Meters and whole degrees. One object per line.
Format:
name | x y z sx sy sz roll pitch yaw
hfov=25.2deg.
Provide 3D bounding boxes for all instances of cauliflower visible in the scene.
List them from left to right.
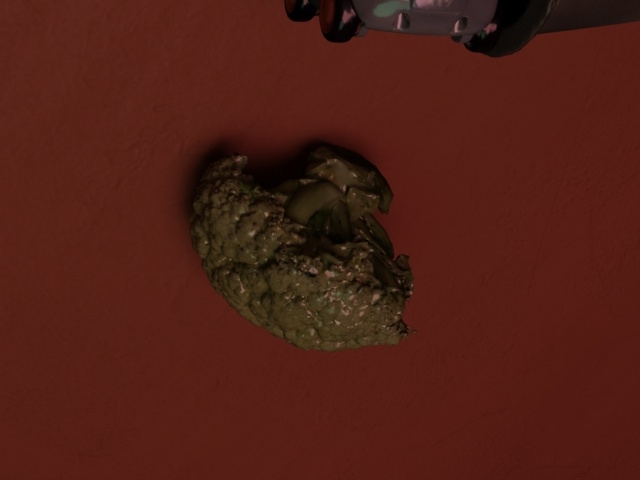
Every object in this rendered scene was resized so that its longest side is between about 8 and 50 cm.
cauliflower | 0.000 0.000 1.701 0.250 0.272 0.275 -60 148 -13

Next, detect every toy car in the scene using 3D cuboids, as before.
toy car | 0.079 -0.314 1.464 0.180 0.270 0.212 1 107 -19

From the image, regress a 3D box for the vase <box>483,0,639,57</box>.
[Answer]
vase | 0.303 -0.332 1.557 0.291 0.245 0.245 -9 130 -25
